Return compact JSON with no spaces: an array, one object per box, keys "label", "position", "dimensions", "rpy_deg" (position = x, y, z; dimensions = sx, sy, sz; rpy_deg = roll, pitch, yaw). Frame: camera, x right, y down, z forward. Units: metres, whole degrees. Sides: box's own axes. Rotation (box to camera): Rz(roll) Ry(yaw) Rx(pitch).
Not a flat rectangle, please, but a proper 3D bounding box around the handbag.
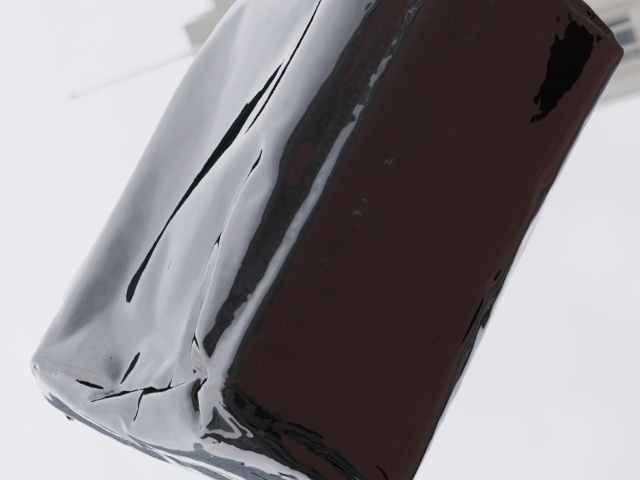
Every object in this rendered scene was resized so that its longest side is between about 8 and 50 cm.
[{"label":"handbag","position":[0.003,0.002,1.063],"dimensions":[0.178,0.275,0.302],"rpy_deg":[33,-109,-20]}]
